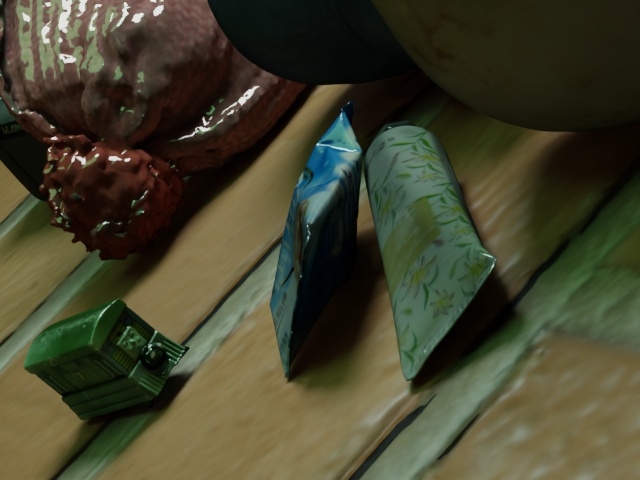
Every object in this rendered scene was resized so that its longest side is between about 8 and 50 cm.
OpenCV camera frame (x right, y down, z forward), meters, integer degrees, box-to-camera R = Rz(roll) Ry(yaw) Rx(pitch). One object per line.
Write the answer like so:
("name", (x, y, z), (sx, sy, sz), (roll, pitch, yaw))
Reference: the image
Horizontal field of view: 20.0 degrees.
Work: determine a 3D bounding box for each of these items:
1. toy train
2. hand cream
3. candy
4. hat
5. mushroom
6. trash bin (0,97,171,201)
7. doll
("toy train", (-0.115, 0.063, 0.966), (0.093, 0.056, 0.038), (-20, 33, 51))
("hand cream", (0.046, -0.007, 0.838), (0.067, 0.042, 0.194), (-50, 18, 17))
("candy", (0.000, 0.000, 0.883), (0.136, 0.038, 0.088), (-74, -2, -56))
("hat", (-0.115, -0.121, 1.184), (0.107, 0.237, 0.286), (99, 179, -72))
("mushroom", (0.117, -0.147, 0.791), (0.209, 0.206, 0.206), (-17, 5, -32))
("trash bin", (-0.150, -0.120, 1.366), (0.176, 0.101, 0.236), (-49, 24, -27))
("doll", (0.044, -0.165, 1.024), (0.228, 0.154, 0.258), (-14, 15, -28))
